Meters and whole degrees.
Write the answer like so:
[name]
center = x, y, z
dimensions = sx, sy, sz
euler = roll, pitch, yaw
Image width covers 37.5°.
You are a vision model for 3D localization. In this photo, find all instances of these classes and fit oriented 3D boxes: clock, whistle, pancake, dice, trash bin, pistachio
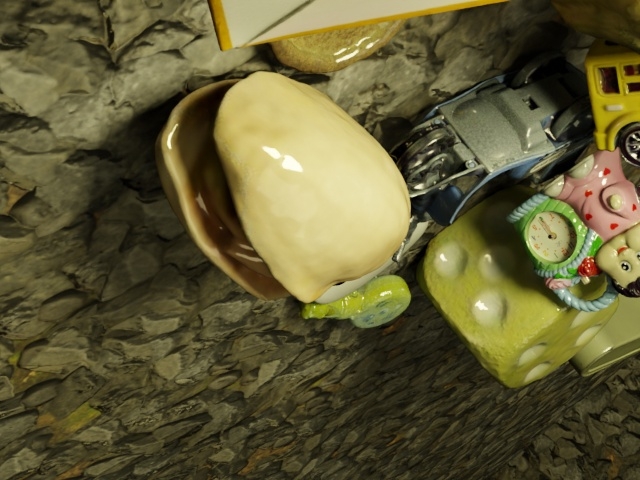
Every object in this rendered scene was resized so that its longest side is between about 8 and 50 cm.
[clock]
center = 0.368, -0.003, 1.254
dimensions = 0.194, 0.195, 0.100
euler = -42, 169, 36
[whistle]
center = 0.048, 0.089, 1.398
dimensions = 0.198, 0.057, 0.104
euler = 1, 143, -38
[pancake]
center = 0.030, -0.229, 0.862
dimensions = 0.199, 0.021, 0.199
euler = -28, 153, -16
[dice]
center = 0.305, 0.075, 1.465
dimensions = 0.233, 0.226, 0.238
euler = -39, 152, 6
[trash bin]
center = 0.463, 0.094, 1.652
dimensions = 0.243, 0.247, 0.121
euler = -16, 150, -35
[pistachio]
center = -0.029, -0.053, 0.924
dimensions = 0.194, 0.213, 0.318
euler = 2, 160, 29

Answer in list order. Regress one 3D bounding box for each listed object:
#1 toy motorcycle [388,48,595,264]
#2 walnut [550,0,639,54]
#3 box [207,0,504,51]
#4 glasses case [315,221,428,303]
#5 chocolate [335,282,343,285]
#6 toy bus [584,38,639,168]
[toy motorcycle]
center = 0.203, -0.105, 1.153
dimensions = 0.359, 0.125, 0.212
euler = -24, 156, -27
[walnut]
center = 0.352, -0.281, 0.853
dimensions = 0.282, 0.277, 0.253
euler = -51, 136, -24
[box]
center = 0.037, -0.286, 0.504
dimensions = 0.260, 0.213, 0.283
euler = -11, 152, -1
[glasses case]
center = 0.063, 0.020, 1.290
dimensions = 0.193, 0.049, 0.074
euler = -40, 153, 10
[chocolate]
center = -0.001, 0.003, 1.189
dimensions = 0.070, 0.072, 0.147
euler = 2, 152, 20
[toy bus]
center = 0.459, -0.175, 0.994
dimensions = 0.145, 0.331, 0.151
euler = -52, 130, -41
